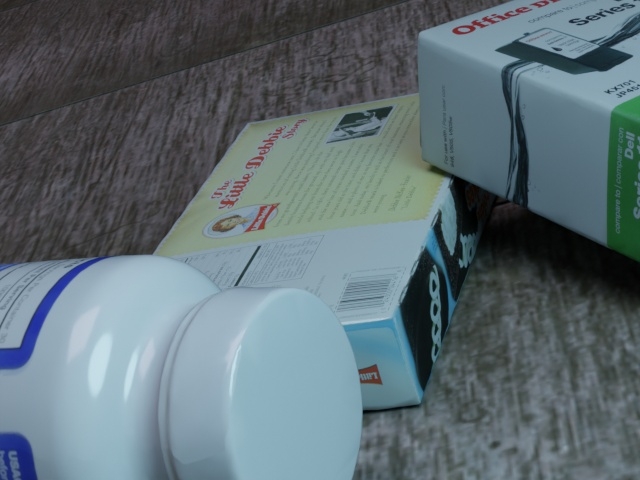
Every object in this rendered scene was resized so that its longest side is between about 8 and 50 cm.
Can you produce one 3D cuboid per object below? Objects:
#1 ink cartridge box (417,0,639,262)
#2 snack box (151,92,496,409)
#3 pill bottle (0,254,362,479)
[{"bbox_3d":[0.174,-0.073,0.915,0.153,0.087,0.208,-23,33,-31],"label":"ink cartridge box"},{"bbox_3d":[0.000,0.000,0.997,0.187,0.060,0.322,-8,25,21],"label":"snack box"},{"bbox_3d":[-0.123,0.085,0.788,0.272,0.152,0.152,-4,27,31],"label":"pill bottle"}]
